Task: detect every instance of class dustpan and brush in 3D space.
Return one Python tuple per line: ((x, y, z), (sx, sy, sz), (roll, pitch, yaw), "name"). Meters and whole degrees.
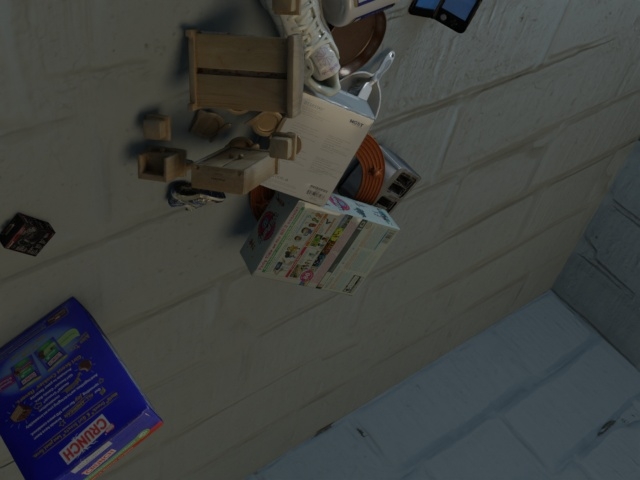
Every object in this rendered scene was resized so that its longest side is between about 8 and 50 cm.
((0.098, -0.334, 1.731), (0.147, 0.060, 0.211), (45, 64, -36), "dustpan and brush")

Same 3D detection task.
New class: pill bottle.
((0.091, -0.481, 1.480), (0.187, 0.112, 0.112), (-28, 149, -26), "pill bottle")

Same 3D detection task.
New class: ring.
((0.000, -0.123, 1.832), (0.336, 0.032, 0.336), (-15, 134, -16), "ring")

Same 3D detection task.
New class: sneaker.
((-0.018, -0.386, 1.432), (0.114, 0.152, 0.305), (-36, 150, -8), "sneaker")
((-0.261, -0.091, 1.649), (0.135, 0.052, 0.058), (1, 140, -43), "sneaker")

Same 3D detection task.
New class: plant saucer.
((0.064, -0.415, 1.625), (0.168, 0.029, 0.168), (-30, 149, -20), "plant saucer")

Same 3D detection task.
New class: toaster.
((0.149, -0.147, 2.019), (0.168, 0.110, 0.186), (-50, 151, 12), "toaster")

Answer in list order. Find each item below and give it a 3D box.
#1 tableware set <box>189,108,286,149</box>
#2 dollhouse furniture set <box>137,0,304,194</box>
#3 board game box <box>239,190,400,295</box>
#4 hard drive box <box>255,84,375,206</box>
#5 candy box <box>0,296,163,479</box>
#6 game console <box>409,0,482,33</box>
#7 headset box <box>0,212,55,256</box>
((-0.160, -0.224, 1.540), (0.141, 0.020, 0.169), (-41, 132, 23), "tableware set")
((-0.165, -0.281, 1.427), (0.174, 0.303, 0.355), (-46, 142, -66), "dollhouse furniture set")
((0.000, 0.000, 1.852), (0.303, 0.097, 0.224), (15, 120, -37), "board game box")
((-0.023, -0.208, 1.656), (0.181, 0.089, 0.232), (18, 121, -25), "hard drive box")
((-0.515, 0.322, 1.600), (0.268, 0.317, 0.122), (-37, 151, -10), "candy box")
((0.281, -0.527, 1.694), (0.144, 0.124, 0.085), (-62, 173, 32), "game console")
((-0.531, -0.010, 1.422), (0.062, 0.032, 0.083), (-48, 151, 9), "headset box")
